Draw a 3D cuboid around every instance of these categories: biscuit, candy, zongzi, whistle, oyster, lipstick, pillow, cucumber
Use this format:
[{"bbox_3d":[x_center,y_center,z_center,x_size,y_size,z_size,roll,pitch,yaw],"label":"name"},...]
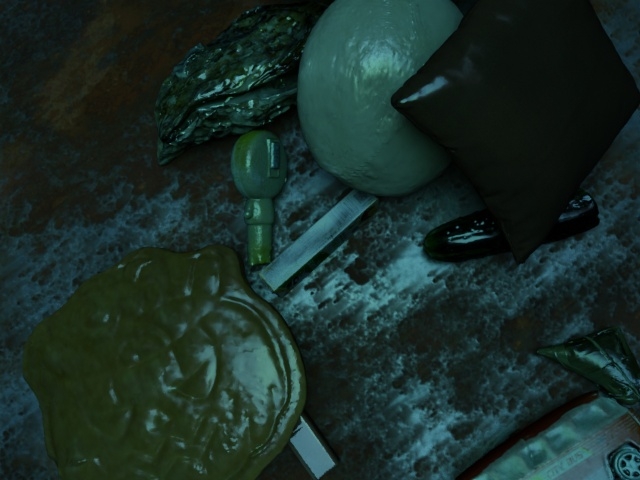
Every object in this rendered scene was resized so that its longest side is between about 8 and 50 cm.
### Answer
[{"bbox_3d":[-0.220,0.190,0.856,0.385,0.062,0.365,-29,75,6],"label":"biscuit"},{"bbox_3d":[0.099,-0.201,0.829,0.296,0.185,0.295,-8,106,-30],"label":"candy"},{"bbox_3d":[0.368,0.181,0.838,0.119,0.055,0.109,-17,63,2],"label":"zongzi"},{"bbox_3d":[-0.085,-0.062,0.907,0.057,0.104,0.198,0,92,29],"label":"whistle"},{"bbox_3d":[-0.120,-0.234,0.925,0.351,0.162,0.158,-37,118,5],"label":"oyster"},{"bbox_3d":[-0.034,0.259,0.864,0.045,0.045,0.145,-37,78,-5],"label":"lipstick"},{"bbox_3d":[0.260,-0.175,0.767,0.308,0.108,0.305,45,76,-29],"label":"pillow"},{"bbox_3d":[0.264,-0.019,0.880,0.242,0.074,0.074,-15,79,2],"label":"cucumber"}]

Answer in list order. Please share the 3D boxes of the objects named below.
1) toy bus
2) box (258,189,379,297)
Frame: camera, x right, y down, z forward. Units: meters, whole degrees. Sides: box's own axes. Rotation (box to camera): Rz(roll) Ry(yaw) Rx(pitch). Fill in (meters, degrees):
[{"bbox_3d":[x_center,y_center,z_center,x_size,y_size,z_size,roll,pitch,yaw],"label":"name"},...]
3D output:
[{"bbox_3d":[0.299,0.295,0.800,0.265,0.121,0.119,-32,70,-2],"label":"toy bus"},{"bbox_3d":[0.000,0.000,0.908,0.207,0.050,0.041,-42,75,-4],"label":"box"}]
